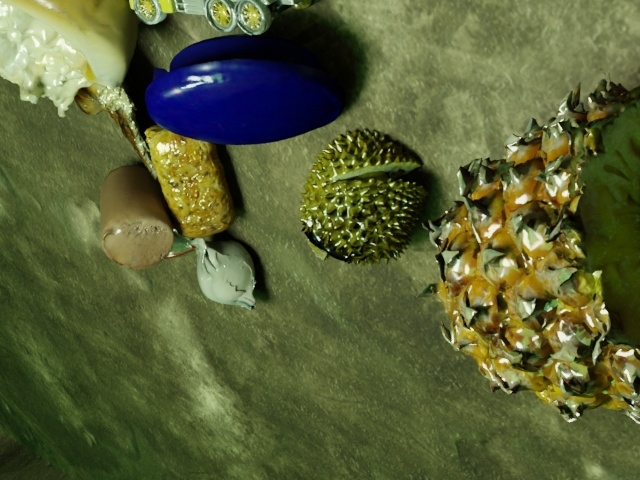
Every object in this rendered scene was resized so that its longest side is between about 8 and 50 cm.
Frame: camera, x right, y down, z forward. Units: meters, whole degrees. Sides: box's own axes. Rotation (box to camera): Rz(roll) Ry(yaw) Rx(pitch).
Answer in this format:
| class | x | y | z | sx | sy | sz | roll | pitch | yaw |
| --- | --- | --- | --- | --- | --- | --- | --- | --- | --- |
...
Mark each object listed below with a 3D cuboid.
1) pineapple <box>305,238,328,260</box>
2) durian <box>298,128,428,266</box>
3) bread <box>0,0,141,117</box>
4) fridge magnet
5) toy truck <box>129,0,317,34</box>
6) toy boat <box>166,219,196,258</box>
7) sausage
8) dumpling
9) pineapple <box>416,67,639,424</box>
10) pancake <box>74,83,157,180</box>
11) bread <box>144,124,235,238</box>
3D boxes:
| class | x | y | z | sx | sy | sz | roll | pitch | yaw |
| --- | --- | --- | --- | --- | --- | --- | --- | --- | --- |
| pineapple | 0.000 | 0.000 | 1.394 | 0.045 | 0.019 | 0.083 | 36 | 147 | 8 |
| durian | 0.038 | -0.034 | 1.221 | 0.193 | 0.138 | 0.237 | 34 | 144 | 15 |
| bread | -0.422 | -0.364 | 1.270 | 0.423 | 0.245 | 0.329 | 15 | 145 | 38 |
| fridge magnet | -0.099 | -0.192 | 1.144 | 0.265 | 0.265 | 0.113 | -13 | 76 | 50 |
| toy truck | -0.130 | -0.357 | 1.083 | 0.272 | 0.124 | 0.157 | 14 | 128 | 34 |
| toy boat | -0.299 | -0.004 | 1.649 | 0.185 | 0.071 | 0.089 | 16 | 93 | 35 |
| sausage | -0.321 | -0.038 | 1.492 | 0.253 | 0.123 | 0.123 | -120 | 6 | -63 |
| dumpling | -0.178 | 0.050 | 1.561 | 0.127 | 0.108 | 0.188 | 42 | 169 | 52 |
| pineapple | 0.278 | 0.013 | 0.868 | 0.352 | 0.352 | 0.300 | 53 | 151 | -10 |
| pancake | -0.340 | -0.191 | 1.454 | 0.266 | 0.057 | 0.245 | 32 | 154 | 58 |
| bread | -0.213 | -0.103 | 1.427 | 0.113 | 0.083 | 0.211 | -15 | 124 | 1 |
